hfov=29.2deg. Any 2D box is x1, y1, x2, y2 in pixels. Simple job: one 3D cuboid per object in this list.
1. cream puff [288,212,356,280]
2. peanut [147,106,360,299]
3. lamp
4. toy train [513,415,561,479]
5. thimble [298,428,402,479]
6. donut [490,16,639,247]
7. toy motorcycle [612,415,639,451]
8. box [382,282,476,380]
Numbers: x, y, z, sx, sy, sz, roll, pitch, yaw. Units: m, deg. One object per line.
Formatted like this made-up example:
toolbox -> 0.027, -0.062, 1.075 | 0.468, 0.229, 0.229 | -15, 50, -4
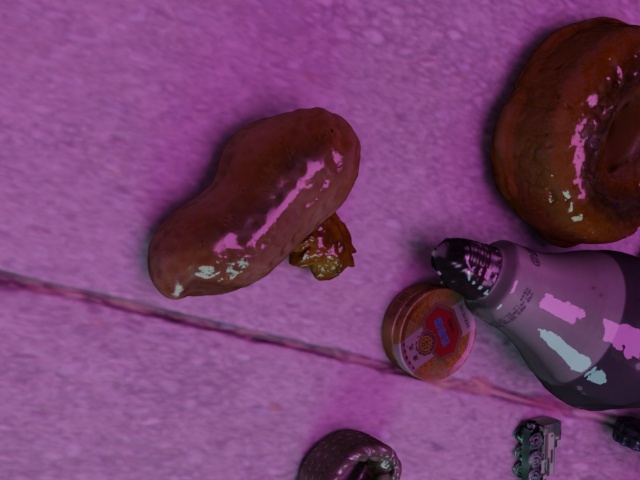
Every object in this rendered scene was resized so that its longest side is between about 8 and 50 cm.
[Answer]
cream puff -> 0.000, 0.000, 1.223 | 0.083, 0.058, 0.083 | -30, 111, -25
peanut -> -0.065, -0.034, 1.153 | 0.236, 0.110, 0.120 | -39, 106, -7
lamp -> 0.269, 0.079, 1.312 | 0.314, 0.182, 0.182 | 26, 85, -43
toy train -> 0.255, 0.249, 1.439 | 0.053, 0.033, 0.083 | -8, 104, -33
thimble -> 0.028, 0.251, 1.285 | 0.110, 0.062, 0.084 | -41, 118, -18
donut -> 0.304, -0.121, 1.343 | 0.208, 0.128, 0.261 | 36, 79, -30
toy motorcycle -> 0.522, 0.260, 1.510 | 0.327, 0.188, 0.143 | 10, 87, -32
box -> 0.117, 0.098, 1.325 | 0.105, 0.037, 0.106 | -6, 102, -29
